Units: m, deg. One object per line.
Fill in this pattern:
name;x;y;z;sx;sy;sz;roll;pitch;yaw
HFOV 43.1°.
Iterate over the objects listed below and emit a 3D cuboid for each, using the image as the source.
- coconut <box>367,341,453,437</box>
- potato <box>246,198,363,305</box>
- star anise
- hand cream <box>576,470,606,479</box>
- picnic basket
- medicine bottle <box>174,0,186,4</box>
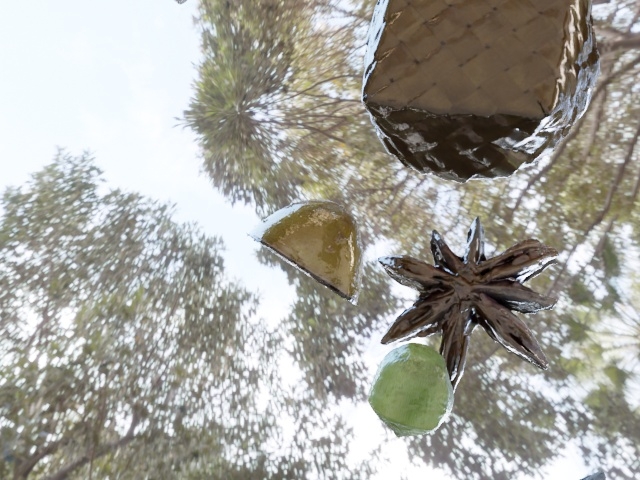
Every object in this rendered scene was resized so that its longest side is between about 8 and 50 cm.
coconut;0.089;0.150;0.793;0.087;0.088;0.096;11;-74;-7
potato;0.000;0.000;1.183;0.182;0.202;0.117;37;-95;-21
star anise;0.180;0.069;0.955;0.236;0.093;0.229;-39;-109;-4
hand cream;0.116;0.236;0.623;0.224;0.083;0.048;-40;-117;23
picnic basket;0.207;-0.219;1.045;0.293;0.337;0.337;8;-81;19
medicine bottle;-0.236;-0.417;1.097;0.188;0.132;0.088;41;-102;-8
